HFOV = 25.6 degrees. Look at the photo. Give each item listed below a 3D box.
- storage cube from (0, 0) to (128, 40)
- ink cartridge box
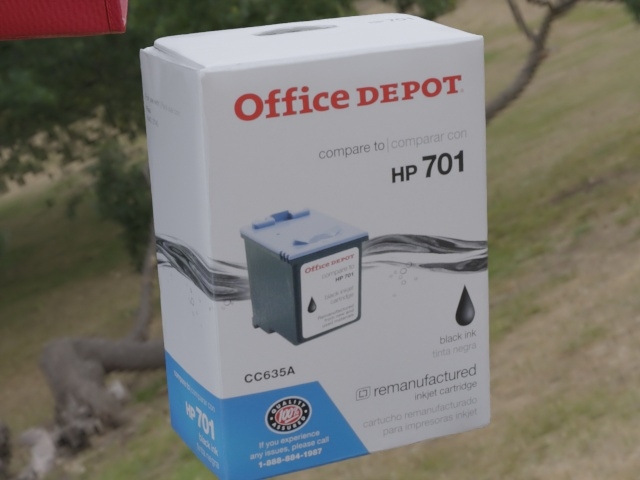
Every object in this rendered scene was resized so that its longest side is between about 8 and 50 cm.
[{"bbox_3d":[-0.189,-0.214,0.628,0.193,0.215,0.183,-4,44,-1],"label":"storage cube"},{"bbox_3d":[0.000,0.000,0.651,0.140,0.190,0.082,-10,20,-22],"label":"ink cartridge box"}]
